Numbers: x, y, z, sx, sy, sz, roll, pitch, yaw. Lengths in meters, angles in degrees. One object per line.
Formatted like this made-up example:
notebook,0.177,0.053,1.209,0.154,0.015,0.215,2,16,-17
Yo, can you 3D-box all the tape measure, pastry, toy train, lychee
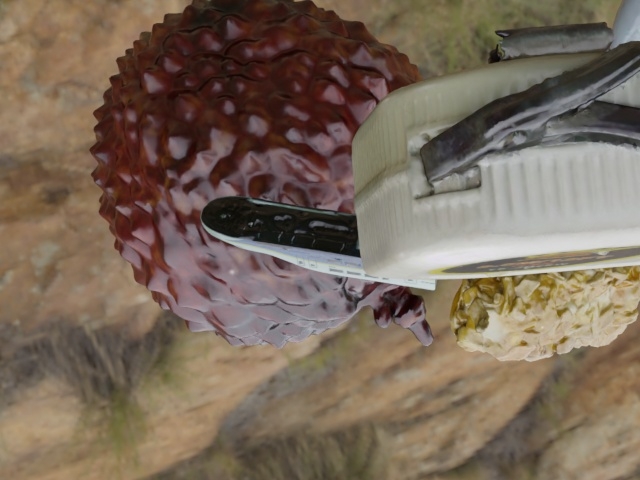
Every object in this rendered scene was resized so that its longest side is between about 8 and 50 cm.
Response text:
tape measure,0.164,-0.051,0.713,0.271,0.133,0.231,-2,173,-9
pastry,0.254,0.056,1.344,0.250,0.102,0.154,-3,120,-28
toy train,0.000,0.000,1.158,0.233,0.052,0.051,8,151,11
lychee,-0.038,-0.067,1.425,0.425,0.500,0.424,-49,177,-3

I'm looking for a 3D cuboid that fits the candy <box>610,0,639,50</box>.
candy,0.331,-0.225,1.102,0.174,0.071,0.138,-20,140,-56
